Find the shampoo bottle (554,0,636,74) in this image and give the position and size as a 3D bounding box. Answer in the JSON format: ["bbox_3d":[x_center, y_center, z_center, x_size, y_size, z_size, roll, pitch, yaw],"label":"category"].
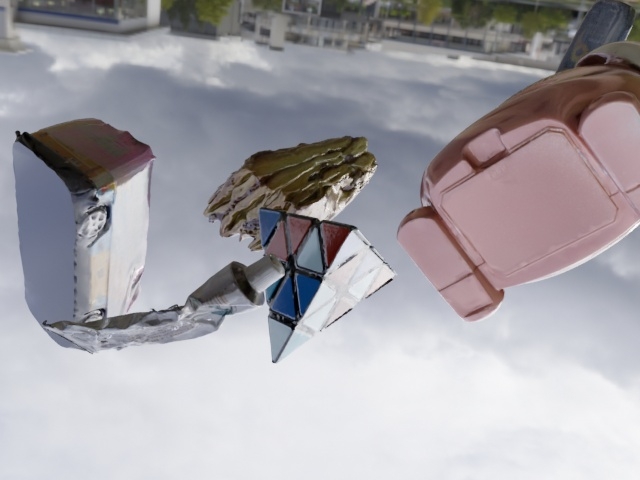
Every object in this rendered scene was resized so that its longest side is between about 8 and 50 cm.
[{"bbox_3d":[0.431,-0.278,1.149,0.049,0.234,0.087,17,-165,-36],"label":"shampoo bottle"}]

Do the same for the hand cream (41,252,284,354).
[{"bbox_3d":[-0.148,0.071,0.684,0.256,0.050,0.084,-20,149,17],"label":"hand cream"}]

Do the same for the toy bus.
[{"bbox_3d":[-0.368,-0.002,1.111,0.171,0.386,0.162,36,-136,21],"label":"toy bus"}]

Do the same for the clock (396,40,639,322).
[{"bbox_3d":[0.127,-0.049,0.407,0.093,0.166,0.162,51,-148,-9],"label":"clock"}]

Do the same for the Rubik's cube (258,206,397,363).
[{"bbox_3d":[0.000,0.000,1.121,0.284,0.234,0.250,-27,-102,-25],"label":"Rubik's cube"}]

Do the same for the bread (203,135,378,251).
[{"bbox_3d":[-0.056,-0.090,1.497,0.324,0.167,0.277,-15,168,-38],"label":"bread"}]
